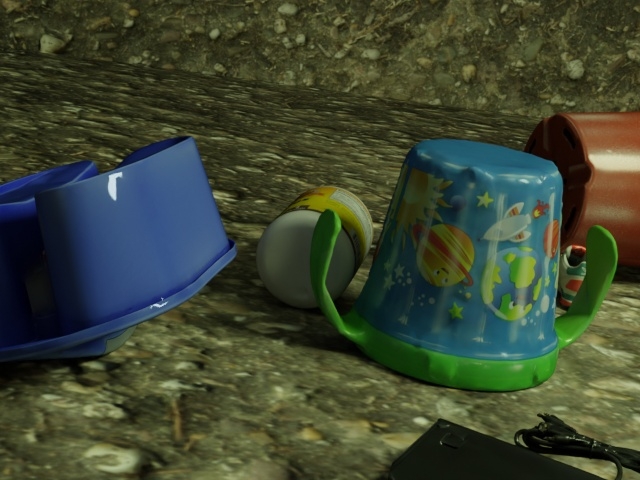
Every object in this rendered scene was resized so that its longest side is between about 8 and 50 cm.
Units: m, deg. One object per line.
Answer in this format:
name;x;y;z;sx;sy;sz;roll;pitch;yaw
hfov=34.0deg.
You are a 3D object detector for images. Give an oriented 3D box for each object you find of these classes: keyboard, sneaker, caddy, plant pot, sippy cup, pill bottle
keyboard;0.222;0.210;0.822;0.317;0.033;0.201;18;24;28
sneaker;0.342;0.038;1.412;0.057;0.075;0.161;8;16;-1
caddy;-0.221;0.019;1.014;0.241;0.179;0.341;-13;11;15
plant pot;0.447;-0.076;1.514;0.265;0.273;0.272;3;16;-17
sippy cup;0.159;0.014;1.129;0.240;0.224;0.305;19;19;35
pill bottle;0.000;0.000;1.290;0.117;0.117;0.215;11;15;9
